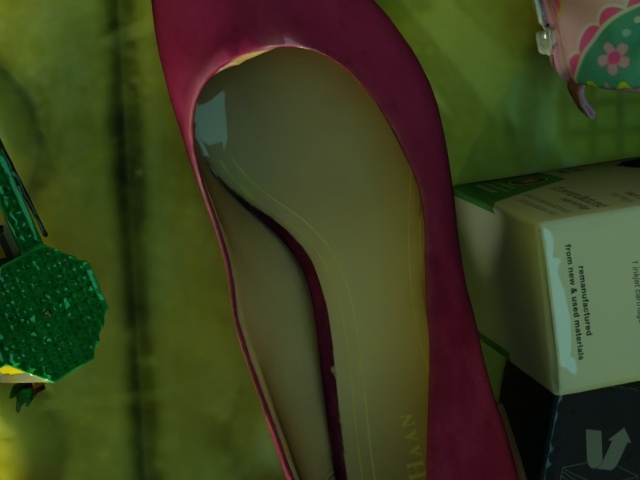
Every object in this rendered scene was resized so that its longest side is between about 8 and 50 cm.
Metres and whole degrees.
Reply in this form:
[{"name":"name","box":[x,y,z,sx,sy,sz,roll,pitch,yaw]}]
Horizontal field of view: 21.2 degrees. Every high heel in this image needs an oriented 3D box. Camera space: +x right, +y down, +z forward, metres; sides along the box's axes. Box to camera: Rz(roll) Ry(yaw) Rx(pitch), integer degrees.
[{"name":"high heel","box":[0.000,0.000,0.779,0.127,0.181,0.377,-28,88,17]}]

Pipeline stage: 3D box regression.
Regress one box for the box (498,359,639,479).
[{"name":"box","box":[0.172,0.144,0.914,0.156,0.093,0.158,8,99,-12]}]

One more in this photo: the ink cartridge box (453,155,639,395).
[{"name":"ink cartridge box","box":[0.189,0.005,0.865,0.208,0.153,0.086,-9,100,-11]}]

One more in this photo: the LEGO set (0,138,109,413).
[{"name":"LEGO set","box":[-0.273,-0.026,0.786,0.255,0.192,0.331,-41,110,-33]}]

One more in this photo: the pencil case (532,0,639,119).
[{"name":"pencil case","box":[0.127,-0.203,0.820,0.124,0.124,0.284,-27,112,-6]}]
